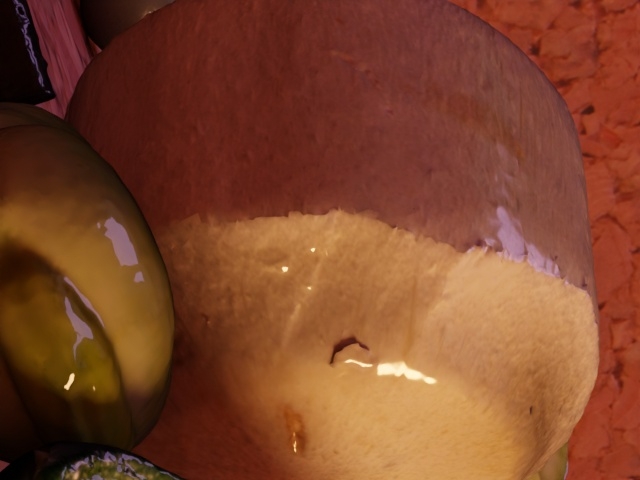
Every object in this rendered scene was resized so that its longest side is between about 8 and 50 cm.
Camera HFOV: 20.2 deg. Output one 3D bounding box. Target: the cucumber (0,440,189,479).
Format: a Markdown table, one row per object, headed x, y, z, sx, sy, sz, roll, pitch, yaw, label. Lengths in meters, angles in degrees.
| x | y | z | sx | sy | sz | roll | pitch | yaw | label |
| --- | --- | --- | --- | --- | --- | --- | --- | --- | --- |
| -0.038 | 0.148 | 0.553 | 0.244 | 0.063 | 0.115 | 59 | 41 | -34 | cucumber |

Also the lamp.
| x | y | z | sx | sy | sz | roll | pitch | yaw | label |
| --- | --- | --- | --- | --- | --- | --- | --- | --- | --- |
| -0.144 | -0.193 | 1.460 | 0.105 | 0.105 | 0.105 | 162 | -90 | -90 | lamp |

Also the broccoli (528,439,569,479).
| x | y | z | sx | sy | sz | roll | pitch | yaw | label |
| --- | --- | --- | --- | --- | --- | --- | --- | --- | --- |
| 0.029 | 0.167 | 1.301 | 0.260 | 0.235 | 0.288 | 8 | -48 | 51 | broccoli |

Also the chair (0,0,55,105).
| x | y | z | sx | sy | sz | roll | pitch | yaw | label |
| --- | --- | --- | --- | --- | --- | --- | --- | --- | --- |
| -0.131 | -0.299 | 0.788 | 0.240 | 0.203 | 0.416 | 46 | 27 | -80 | chair |

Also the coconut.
| x | y | z | sx | sy | sz | roll | pitch | yaw | label |
| --- | --- | --- | --- | --- | --- | --- | --- | --- | --- |
| 0.000 | 0.000 | 0.782 | 0.266 | 0.237 | 0.237 | -95 | 171 | -46 | coconut |

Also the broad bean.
| x | y | z | sx | sy | sz | roll | pitch | yaw | label |
| --- | --- | --- | --- | --- | --- | --- | --- | --- | --- |
| -0.087 | 0.013 | 0.581 | 0.174 | 0.082 | 0.124 | -96 | 166 | -84 | broad bean |
